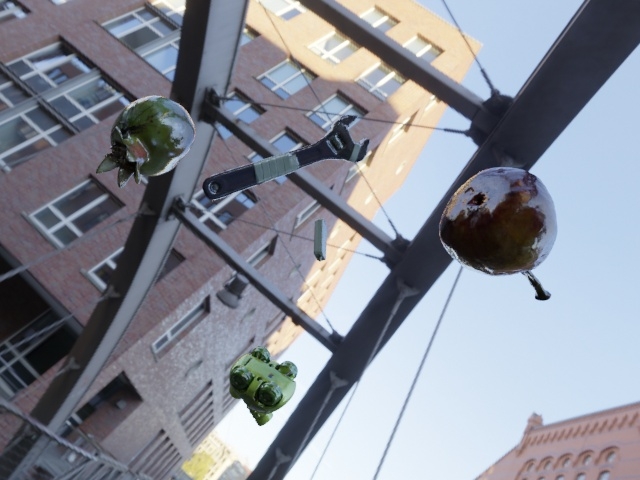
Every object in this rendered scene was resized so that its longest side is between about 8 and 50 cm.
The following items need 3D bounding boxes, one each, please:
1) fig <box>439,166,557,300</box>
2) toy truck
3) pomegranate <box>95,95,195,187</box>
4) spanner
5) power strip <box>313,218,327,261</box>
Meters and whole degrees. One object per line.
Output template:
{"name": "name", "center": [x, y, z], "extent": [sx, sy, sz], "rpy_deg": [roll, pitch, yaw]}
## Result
{"name": "fig", "center": [0.311, 0.022, 0.766], "extent": [0.191, 0.191, 0.290], "rpy_deg": [12, -49, 44]}
{"name": "toy truck", "center": [-0.182, 0.421, 1.294], "extent": [0.187, 0.148, 0.210], "rpy_deg": [40, -56, 5]}
{"name": "pomegranate", "center": [-0.315, -0.173, 0.797], "extent": [0.152, 0.191, 0.131], "rpy_deg": [-29, -68, 37]}
{"name": "spanner", "center": [-0.053, -0.142, 0.779], "extent": [0.024, 0.316, 0.087], "rpy_deg": [37, -36, 59]}
{"name": "power strip", "center": [0.000, 0.000, 0.750], "extent": [0.017, 0.083, 0.027], "rpy_deg": [-8, -37, 16]}
